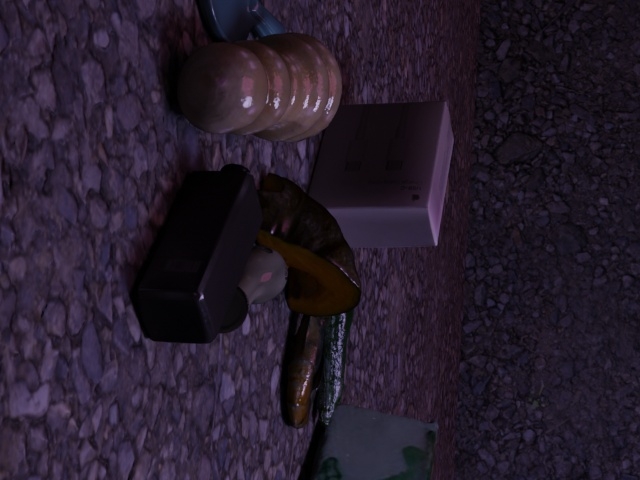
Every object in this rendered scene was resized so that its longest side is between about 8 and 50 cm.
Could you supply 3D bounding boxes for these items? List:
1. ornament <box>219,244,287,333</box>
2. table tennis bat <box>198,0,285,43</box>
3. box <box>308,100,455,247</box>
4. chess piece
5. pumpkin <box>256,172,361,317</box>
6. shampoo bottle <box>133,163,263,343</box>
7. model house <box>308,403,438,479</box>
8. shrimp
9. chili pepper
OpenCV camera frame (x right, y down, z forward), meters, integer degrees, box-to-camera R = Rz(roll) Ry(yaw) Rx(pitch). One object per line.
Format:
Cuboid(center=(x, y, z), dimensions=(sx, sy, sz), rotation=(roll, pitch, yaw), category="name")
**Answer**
Cuboid(center=(-0.093, 0.053, 1.351), dimensions=(0.075, 0.081, 0.156), rotation=(-59, 175, 27), category="ornament")
Cuboid(center=(-0.101, -0.305, 1.373), dimensions=(0.237, 0.038, 0.149), rotation=(33, 57, -66), category="table tennis bat")
Cuboid(center=(0.101, -0.109, 1.780), dimensions=(0.106, 0.203, 0.252), rotation=(72, 25, -48), category="box")
Cuboid(center=(-0.079, -0.177, 1.293), dimensions=(0.261, 0.142, 0.143), rotation=(-25, 115, -67), category="chess piece")
Cuboid(center=(0.000, 0.000, 1.545), dimensions=(0.254, 0.149, 0.130), rotation=(67, 36, -53), category="pumpkin")
Cuboid(center=(-0.126, 0.003, 1.210), dimensions=(0.246, 0.080, 0.079), rotation=(-72, 158, -46), category="shampoo bottle")
Cuboid(center=(0.067, 0.483, 1.812), dimensions=(0.267, 0.194, 0.325), rotation=(-71, 170, -55), category="model house")
Cuboid(center=(-0.017, 0.184, 1.677), dimensions=(0.150, 0.051, 0.217), rotation=(66, 33, -67), category="shrimp")
Cuboid(center=(0.016, 0.191, 1.778), dimensions=(0.088, 0.059, 0.227), rotation=(25, 70, -72), category="chili pepper")
